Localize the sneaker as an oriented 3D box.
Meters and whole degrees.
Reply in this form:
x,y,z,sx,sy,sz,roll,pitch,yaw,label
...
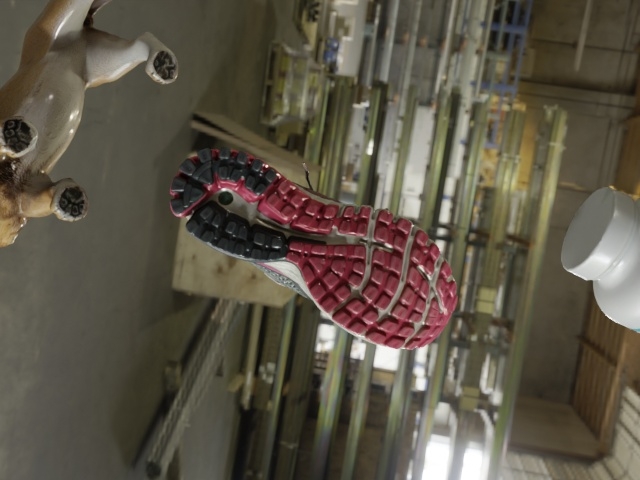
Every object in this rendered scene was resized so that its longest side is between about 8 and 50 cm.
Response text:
x,y,z,sx,sy,sz,roll,pitch,yaw,label
0.000,0.000,0.775,0.121,0.299,0.112,-58,-177,-1,sneaker

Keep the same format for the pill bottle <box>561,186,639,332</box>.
x,y,z,sx,sy,sz,roll,pitch,yaw,label
0.380,0.041,0.783,0.146,0.264,0.146,-156,-90,-84,pill bottle

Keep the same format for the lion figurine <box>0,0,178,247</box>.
x,y,z,sx,sy,sz,roll,pitch,yaw,label
-0.278,-0.128,0.762,0.142,0.240,0.392,51,56,-31,lion figurine
